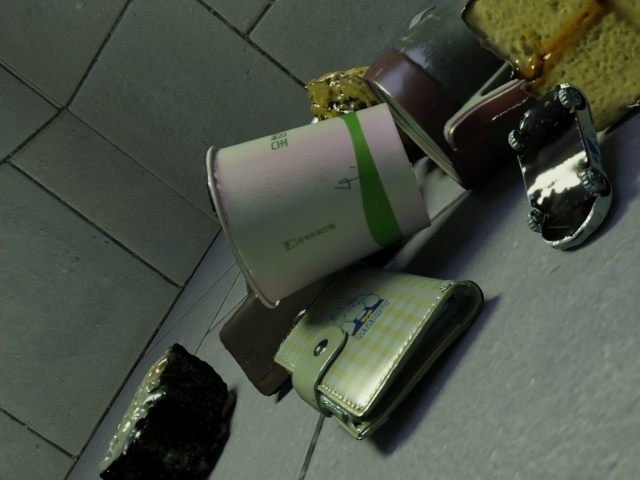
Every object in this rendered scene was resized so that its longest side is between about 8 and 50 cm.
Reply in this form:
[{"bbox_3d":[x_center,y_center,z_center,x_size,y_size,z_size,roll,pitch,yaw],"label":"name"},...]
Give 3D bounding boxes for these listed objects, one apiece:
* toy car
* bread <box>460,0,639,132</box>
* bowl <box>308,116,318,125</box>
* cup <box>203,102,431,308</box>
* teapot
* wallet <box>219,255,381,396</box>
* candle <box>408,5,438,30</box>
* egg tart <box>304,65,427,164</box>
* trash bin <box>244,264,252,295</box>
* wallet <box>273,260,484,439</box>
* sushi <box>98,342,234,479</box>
[{"bbox_3d":[0.264,-0.081,0.825,0.095,0.056,0.205,-44,38,45],"label":"toy car"},{"bbox_3d":[0.283,-0.234,0.832,0.178,0.240,0.135,-52,-4,18],"label":"bread"},{"bbox_3d":[0.068,-0.186,1.666,0.345,0.157,0.346,-47,23,27],"label":"bowl"},{"bbox_3d":[0.002,-0.065,1.087,0.273,0.253,0.253,-22,17,7],"label":"cup"},{"bbox_3d":[0.253,-0.249,1.057,0.312,0.233,0.315,-45,21,6],"label":"teapot"},{"bbox_3d":[-0.041,0.109,1.261,0.309,0.165,0.042,-49,-24,20],"label":"wallet"},{"bbox_3d":[0.276,-0.404,1.628,0.168,0.192,0.068,-9,9,-8],"label":"candle"},{"bbox_3d":[0.107,-0.200,1.328,0.297,0.297,0.132,-29,45,63],"label":"egg tart"},{"bbox_3d":[0.000,0.000,1.376,0.290,0.182,0.209,-39,6,30],"label":"trash bin"},{"bbox_3d":[0.057,0.125,0.982,0.223,0.077,0.309,-47,15,-11],"label":"wallet"},{"bbox_3d":[-0.287,0.352,1.458,0.211,0.170,0.350,-50,11,18],"label":"sushi"}]
